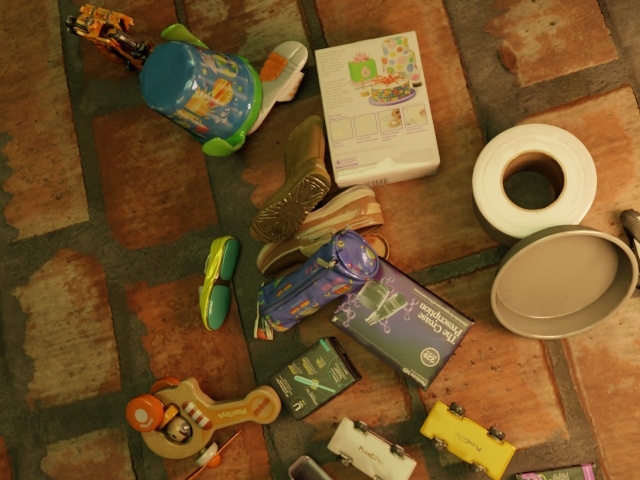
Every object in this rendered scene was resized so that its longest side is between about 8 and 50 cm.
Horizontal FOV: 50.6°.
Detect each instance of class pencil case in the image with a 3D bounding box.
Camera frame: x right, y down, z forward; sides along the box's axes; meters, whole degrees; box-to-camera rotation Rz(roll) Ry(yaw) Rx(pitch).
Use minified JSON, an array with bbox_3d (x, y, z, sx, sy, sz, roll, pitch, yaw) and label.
[{"bbox_3d":[-0.015,0.091,1.477,0.306,0.133,0.119,-36,73,35],"label":"pencil case"}]

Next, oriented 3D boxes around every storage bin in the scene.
[{"bbox_3d":[-0.024,0.560,1.497,0.135,0.098,0.091,42,120,15],"label":"storage bin"}]

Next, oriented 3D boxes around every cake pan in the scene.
[{"bbox_3d":[0.488,0.082,1.379,0.293,0.293,0.054,-15,37,10],"label":"cake pan"}]

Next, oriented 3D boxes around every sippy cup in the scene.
[{"bbox_3d":[-0.293,-0.357,1.594,0.306,0.224,0.240,32,100,27],"label":"sippy cup"}]

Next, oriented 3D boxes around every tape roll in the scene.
[{"bbox_3d":[0.448,-0.109,1.446,0.246,0.169,0.246,-2,80,13],"label":"tape roll"}]

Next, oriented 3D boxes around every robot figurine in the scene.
[{"bbox_3d":[-0.481,-0.481,1.646,0.211,0.291,0.085,19,86,14],"label":"robot figurine"}]

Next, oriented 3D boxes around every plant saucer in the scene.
[{"bbox_3d":[0.119,0.024,1.579,0.084,0.013,0.083,-2,80,12],"label":"plant saucer"}]

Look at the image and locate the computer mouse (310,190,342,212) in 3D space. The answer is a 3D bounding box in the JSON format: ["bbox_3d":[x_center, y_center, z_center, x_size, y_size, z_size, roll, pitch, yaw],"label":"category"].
[{"bbox_3d":[0.009,-0.102,1.615,0.242,0.041,0.071,-22,76,2],"label":"computer mouse"}]

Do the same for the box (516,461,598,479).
[{"bbox_3d":[0.501,0.533,1.409,0.162,0.029,0.116,-11,79,10],"label":"box"}]

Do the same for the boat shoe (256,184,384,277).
[{"bbox_3d":[0.000,0.000,1.550,0.324,0.123,0.116,-33,70,8],"label":"boat shoe"}]

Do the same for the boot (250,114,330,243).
[{"bbox_3d":[-0.064,-0.141,1.546,0.236,0.269,0.089,-38,119,21],"label":"boot"}]

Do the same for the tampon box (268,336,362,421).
[{"bbox_3d":[-0.010,0.308,1.519,0.161,0.101,0.120,-36,75,6],"label":"tampon box"}]

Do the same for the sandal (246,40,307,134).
[{"bbox_3d":[-0.111,-0.371,1.666,0.265,0.076,0.102,-50,59,23],"label":"sandal"}]

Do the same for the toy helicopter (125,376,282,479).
[{"bbox_3d":[-0.247,0.417,1.535,0.355,0.140,0.234,-16,95,17],"label":"toy helicopter"}]

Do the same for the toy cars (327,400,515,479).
[{"bbox_3d":[0.215,0.445,1.461,0.394,0.087,0.176,-13,74,14],"label":"toy cars"}]

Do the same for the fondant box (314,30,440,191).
[{"bbox_3d":[0.130,-0.297,1.570,0.239,0.096,0.330,-10,79,6],"label":"fondant box"}]

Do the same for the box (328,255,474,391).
[{"bbox_3d":[0.179,0.178,1.492,0.261,0.103,0.184,34,96,14],"label":"box"}]

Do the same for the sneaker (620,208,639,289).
[{"bbox_3d":[0.680,0.047,1.416,0.106,0.078,0.234,-29,79,5],"label":"sneaker"}]

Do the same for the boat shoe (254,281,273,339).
[{"bbox_3d":[-0.127,0.167,1.595,0.043,0.049,0.136,5,85,10],"label":"boat shoe"}]

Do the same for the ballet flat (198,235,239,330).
[{"bbox_3d":[-0.253,0.100,1.628,0.077,0.077,0.230,6,79,35],"label":"ballet flat"}]
